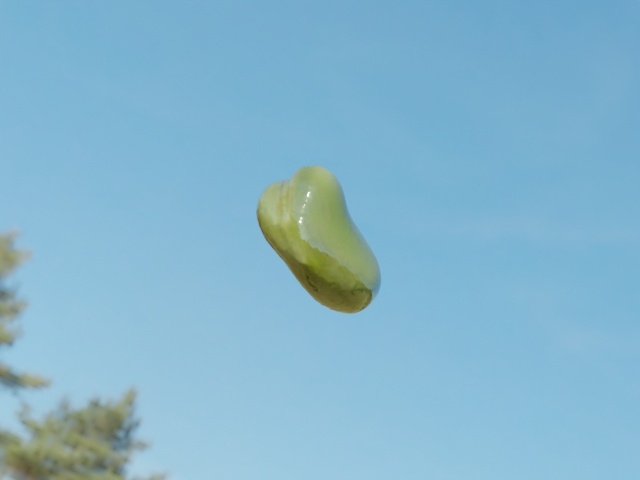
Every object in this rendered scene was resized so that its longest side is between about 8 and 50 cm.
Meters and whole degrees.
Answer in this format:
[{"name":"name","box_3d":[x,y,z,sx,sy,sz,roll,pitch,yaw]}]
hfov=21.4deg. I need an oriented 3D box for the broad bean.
[{"name":"broad bean","box_3d":[0.000,0.000,0.866,0.045,0.083,0.063,-36,-19,21]}]
